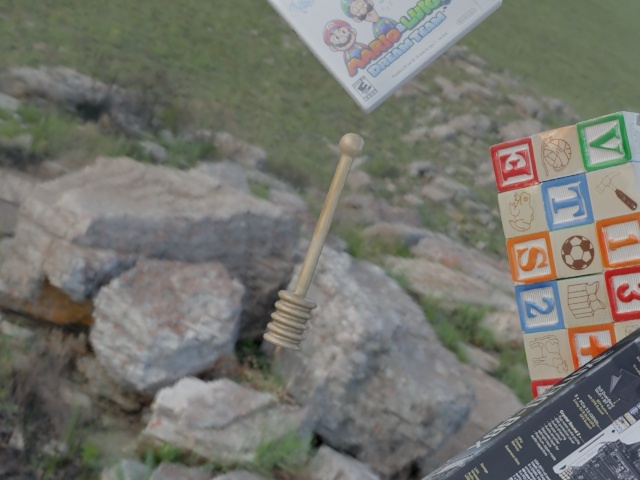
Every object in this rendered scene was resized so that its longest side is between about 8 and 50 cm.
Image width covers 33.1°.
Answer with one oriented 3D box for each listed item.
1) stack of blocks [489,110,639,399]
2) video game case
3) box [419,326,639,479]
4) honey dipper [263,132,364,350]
[{"bbox_3d":[0.263,0.044,0.928,0.171,0.297,0.087,-13,-6,36],"label":"stack of blocks"},{"bbox_3d":[0.055,-0.212,0.950,0.143,0.157,0.019,50,-4,10],"label":"video game case"},{"bbox_3d":[0.215,0.227,0.647,0.307,0.242,0.076,55,-15,11],"label":"box"},{"bbox_3d":[0.000,0.000,0.774,0.030,0.161,0.030,20,1,0],"label":"honey dipper"}]
